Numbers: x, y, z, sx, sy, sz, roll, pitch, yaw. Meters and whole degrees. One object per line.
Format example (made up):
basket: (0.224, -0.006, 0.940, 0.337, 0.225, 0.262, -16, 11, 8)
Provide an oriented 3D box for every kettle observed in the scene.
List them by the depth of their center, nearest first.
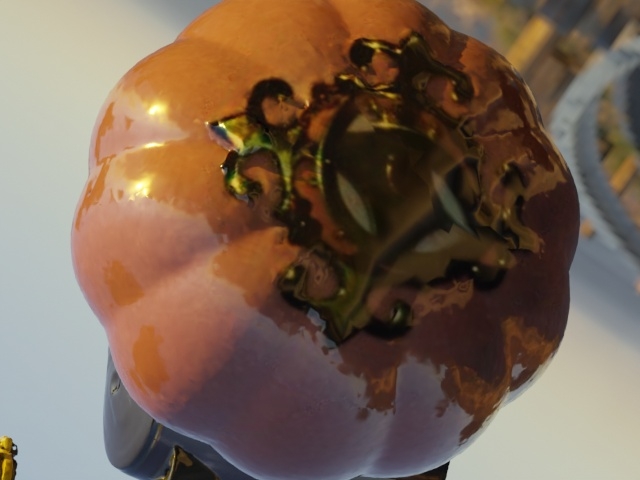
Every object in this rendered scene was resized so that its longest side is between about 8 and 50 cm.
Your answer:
kettle: (-0.041, 0.112, 1.369, 0.232, 0.144, 0.202, 15, -133, -27)

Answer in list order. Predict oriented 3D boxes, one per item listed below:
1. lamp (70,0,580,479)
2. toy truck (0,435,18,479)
lamp: (0.000, 0.000, 1.126, 0.305, 0.305, 0.239, 35, 158, -5)
toy truck: (-0.288, 0.147, 1.056, 0.227, 0.114, 0.098, 11, 161, -19)
